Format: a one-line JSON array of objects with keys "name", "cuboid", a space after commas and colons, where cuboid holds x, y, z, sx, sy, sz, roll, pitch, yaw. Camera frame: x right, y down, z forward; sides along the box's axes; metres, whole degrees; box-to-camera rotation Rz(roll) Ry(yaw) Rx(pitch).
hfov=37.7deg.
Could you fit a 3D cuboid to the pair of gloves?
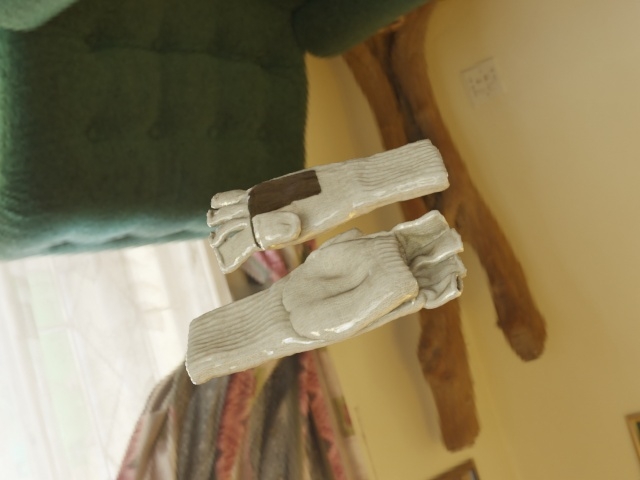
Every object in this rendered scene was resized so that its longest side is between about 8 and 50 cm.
[{"name": "pair of gloves", "cuboid": [0.000, 0.000, 0.692, 0.204, 0.042, 0.240, -17, -150, 12]}]
